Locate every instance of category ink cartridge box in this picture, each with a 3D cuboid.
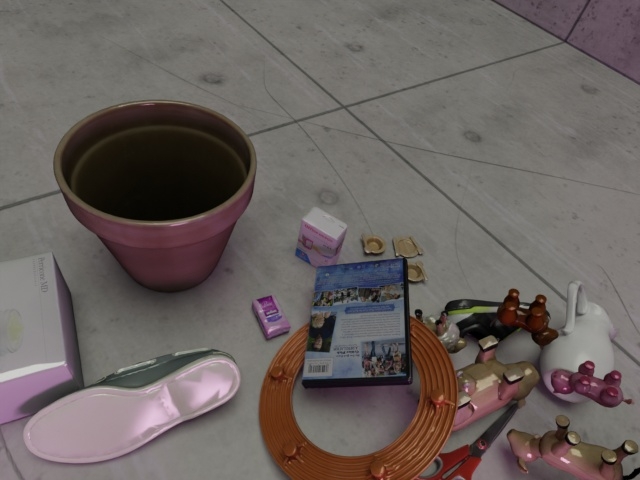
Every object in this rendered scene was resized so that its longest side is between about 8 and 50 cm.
[{"bbox_3d":[0.000,0.000,0.989,0.089,0.122,0.052,30,50,14],"label":"ink cartridge box"}]

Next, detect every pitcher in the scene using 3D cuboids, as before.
[{"bbox_3d":[0.506,0.196,0.909,0.207,0.125,0.177,-40,107,-39],"label":"pitcher"}]

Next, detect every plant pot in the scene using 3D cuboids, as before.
[{"bbox_3d":[-0.291,-0.057,0.869,0.323,0.280,0.323,7,49,-8],"label":"plant pot"}]

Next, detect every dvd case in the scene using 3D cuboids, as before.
[{"bbox_3d":[0.068,0.139,0.817,0.181,0.022,0.253,-6,45,15],"label":"dvd case"}]

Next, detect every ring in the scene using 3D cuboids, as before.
[{"bbox_3d":[0.053,0.240,0.761,0.337,0.032,0.336,-11,45,11],"label":"ring"}]

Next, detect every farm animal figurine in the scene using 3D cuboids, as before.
[{"bbox_3d":[0.325,0.266,0.799,0.327,0.172,0.330,-8,45,3],"label":"farm animal figurine"}]

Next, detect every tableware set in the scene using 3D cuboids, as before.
[{"bbox_3d":[0.167,0.040,1.061,0.169,0.020,0.141,1,50,-12],"label":"tableware set"}]

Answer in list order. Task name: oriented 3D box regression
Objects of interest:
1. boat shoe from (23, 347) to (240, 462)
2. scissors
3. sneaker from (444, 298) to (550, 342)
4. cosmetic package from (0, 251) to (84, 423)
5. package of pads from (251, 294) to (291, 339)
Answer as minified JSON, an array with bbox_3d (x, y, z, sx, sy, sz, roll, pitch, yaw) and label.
[{"bbox_3d":[-0.291,0.255,0.744,0.320,0.116,0.099,-16,12,-16],"label":"boat shoe"},{"bbox_3d":[0.274,0.374,0.796,0.297,0.021,0.109,-12,45,-25],"label":"scissors"},{"bbox_3d":[0.364,0.180,0.961,0.235,0.084,0.097,4,72,-7],"label":"sneaker"},{"bbox_3d":[-0.517,0.162,0.725,0.225,0.138,0.224,-13,54,-24],"label":"cosmetic package"},{"bbox_3d":[-0.097,0.149,0.899,0.050,0.032,0.083,-14,54,-26],"label":"package of pads"}]
